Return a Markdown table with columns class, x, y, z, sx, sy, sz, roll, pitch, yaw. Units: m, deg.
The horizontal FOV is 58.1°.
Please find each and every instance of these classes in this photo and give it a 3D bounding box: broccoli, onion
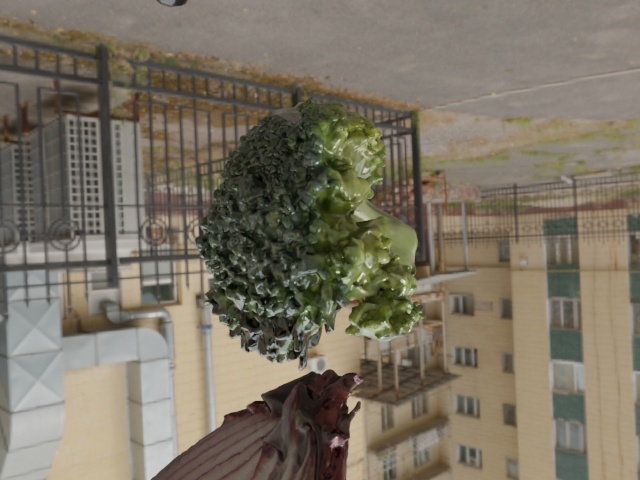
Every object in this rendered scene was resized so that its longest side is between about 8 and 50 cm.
| class | x | y | z | sx | sy | sz | roll | pitch | yaw |
| --- | --- | --- | --- | --- | --- | --- | --- | --- | --- |
| broccoli | -0.003 | -0.007 | 0.755 | 0.281 | 0.348 | 0.293 | 17 | 153 | -29 |
| onion | -0.048 | 0.209 | 0.352 | 0.120 | 0.283 | 0.227 | 46 | 170 | -22 |

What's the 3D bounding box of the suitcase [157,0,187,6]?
| class | x | y | z | sx | sy | sz | roll | pitch | yaw |
| --- | --- | --- | --- | --- | --- | --- | --- | --- | --- |
| suitcase | -0.215 | -0.350 | 0.547 | 0.206 | 0.285 | 0.066 | 11 | 139 | -26 |
